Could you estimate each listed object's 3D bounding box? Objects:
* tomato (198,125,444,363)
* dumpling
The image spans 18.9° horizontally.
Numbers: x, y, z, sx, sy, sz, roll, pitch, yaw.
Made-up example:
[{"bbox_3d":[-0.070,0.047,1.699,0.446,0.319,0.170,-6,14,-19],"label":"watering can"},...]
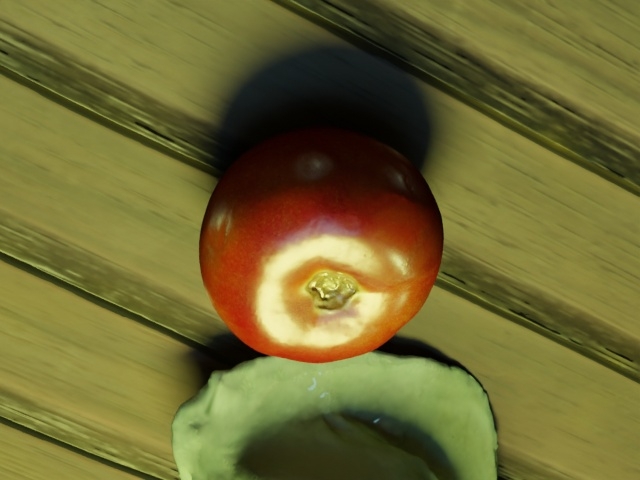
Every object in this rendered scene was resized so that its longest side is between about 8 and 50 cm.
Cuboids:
[{"bbox_3d":[0.000,0.000,1.466,0.195,0.136,0.195,-3,131,-4],"label":"tomato"},{"bbox_3d":[0.036,0.256,1.659,0.270,0.212,0.321,-16,143,6],"label":"dumpling"}]
